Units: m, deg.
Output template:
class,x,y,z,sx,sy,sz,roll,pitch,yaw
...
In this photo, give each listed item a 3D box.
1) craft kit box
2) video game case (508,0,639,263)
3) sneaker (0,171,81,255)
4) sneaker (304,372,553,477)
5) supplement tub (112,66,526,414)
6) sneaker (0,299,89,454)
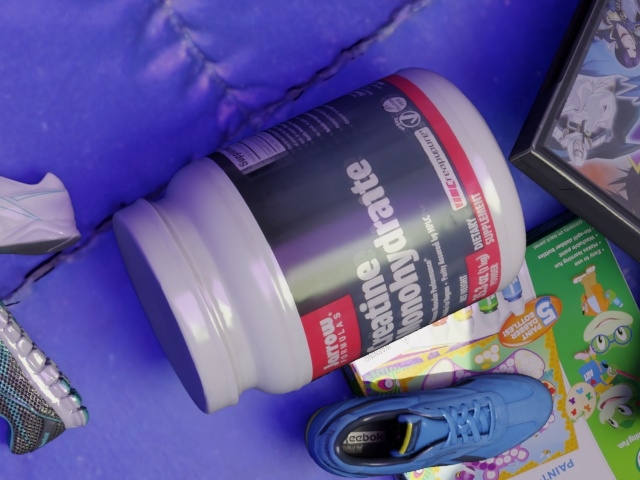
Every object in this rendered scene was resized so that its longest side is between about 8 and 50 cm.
class,x,y,z,sx,sy,sz,roll,pitch,yaw
craft kit box,0.167,0.136,1.341,0.250,0.061,0.246,-28,101,-12
video game case,0.299,-0.083,1.261,0.275,0.035,0.248,36,61,-17
sneaker,-0.264,-0.015,1.229,0.152,0.054,0.061,-8,78,-17
sneaker,0.094,0.149,1.254,0.209,0.082,0.069,-7,92,-16
supplement tub,0.000,0.000,1.221,0.272,0.191,0.191,-25,98,-13
sneaker,-0.253,0.096,1.226,0.076,0.065,0.166,-39,99,-7
